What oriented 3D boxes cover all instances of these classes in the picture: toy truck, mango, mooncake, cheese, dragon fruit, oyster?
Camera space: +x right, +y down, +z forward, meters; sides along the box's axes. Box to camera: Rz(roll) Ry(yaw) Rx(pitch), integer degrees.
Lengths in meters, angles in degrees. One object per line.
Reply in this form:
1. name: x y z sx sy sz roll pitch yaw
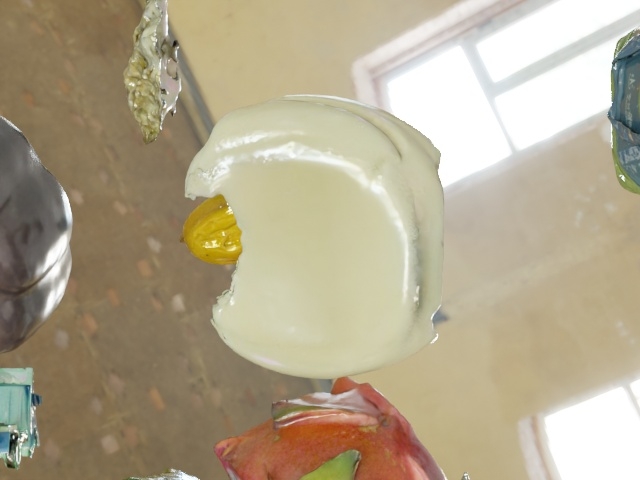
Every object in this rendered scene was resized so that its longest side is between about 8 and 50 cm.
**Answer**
1. toy truck: -0.280 0.148 0.889 0.175 0.067 0.081 137 132 -80
2. mango: -0.106 -0.024 1.393 0.101 0.187 0.066 54 -155 -32
3. mooncake: -0.411 0.002 1.095 0.306 0.306 0.154 55 -155 -28
4. cheese: 0.000 0.000 0.970 0.127 0.233 0.266 -57 -29 -72
5. dragon fruit: 0.036 0.276 1.066 0.290 0.189 0.290 51 161 26
6. oyster: -0.224 -0.239 1.375 0.209 0.072 0.133 96 177 -58

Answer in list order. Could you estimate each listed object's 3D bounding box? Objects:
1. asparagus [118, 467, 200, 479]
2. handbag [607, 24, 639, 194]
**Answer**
1. asparagus: -0.211 0.339 1.356 0.343 0.082 0.085 51 -125 -71
2. handbag: 0.492 -0.177 1.304 0.241 0.222 0.263 131 144 -83
